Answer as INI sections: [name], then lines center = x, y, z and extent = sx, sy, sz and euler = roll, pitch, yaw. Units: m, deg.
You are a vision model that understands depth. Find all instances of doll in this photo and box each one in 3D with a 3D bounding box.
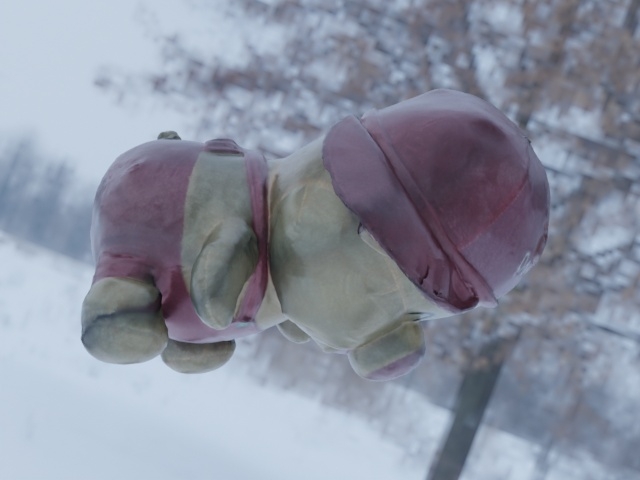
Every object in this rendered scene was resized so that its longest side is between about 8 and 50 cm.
[doll]
center = 0.001, 0.003, 1.014
extent = 0.256, 0.152, 0.196
euler = -13, 23, 12
